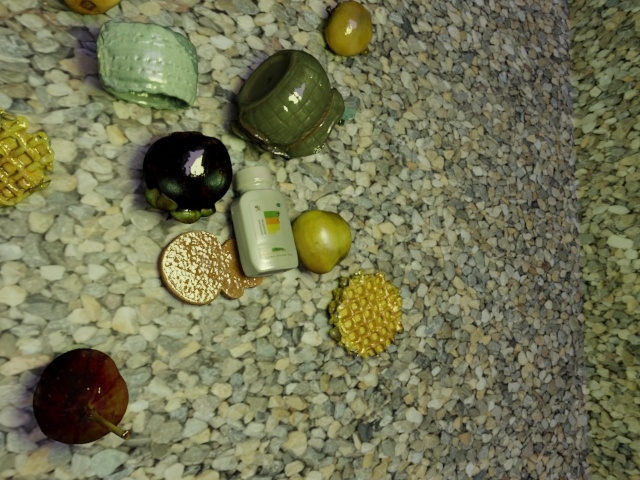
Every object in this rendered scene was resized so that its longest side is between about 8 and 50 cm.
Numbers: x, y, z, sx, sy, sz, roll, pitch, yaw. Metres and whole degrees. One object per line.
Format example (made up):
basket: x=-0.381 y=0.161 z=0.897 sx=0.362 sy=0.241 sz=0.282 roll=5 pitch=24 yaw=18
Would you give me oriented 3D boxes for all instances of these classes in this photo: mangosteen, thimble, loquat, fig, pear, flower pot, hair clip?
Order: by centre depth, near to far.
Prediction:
fig: x=-0.509 y=0.339 z=0.973 sx=0.186 sy=0.249 sz=0.204 roll=-10 pitch=89 yaw=-23
thimble: x=-0.423 y=-0.420 z=1.130 sx=0.250 sy=0.204 sz=0.172 roll=4 pitch=89 yaw=-49
mangosteen: x=-0.336 y=-0.159 z=1.165 sx=0.242 sy=0.243 sz=0.243 roll=4 pitch=83 yaw=-33
flower pot: x=-0.100 y=-0.375 z=1.300 sx=0.213 sy=0.301 sz=0.302 roll=39 pitch=65 yaw=-38
pear: x=0.000 y=0.000 z=1.372 sx=0.199 sy=0.200 sz=0.200 roll=4 pitch=83 yaw=-33
hair clip: x=-0.024 y=-0.435 z=1.482 sx=0.275 sy=0.083 sz=0.048 roll=13 pitch=83 yaw=-24
loquat: x=0.098 y=-0.696 z=1.530 sx=0.204 sy=0.149 sz=0.172 roll=41 pitch=61 yaw=-35

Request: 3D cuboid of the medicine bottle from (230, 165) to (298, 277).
medicine bottle: x=-0.163 y=-0.052 z=1.291 sx=0.161 sy=0.111 sz=0.297 roll=-3 pitch=75 yaw=-42

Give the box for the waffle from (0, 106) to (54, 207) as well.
waffle: x=-0.706 y=-0.159 z=0.943 sx=0.280 sy=0.060 sz=0.262 roll=12 pitch=115 yaw=-24

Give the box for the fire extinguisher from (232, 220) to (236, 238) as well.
fire extinguisher: x=-0.235 y=-0.033 z=1.322 sx=0.038 sy=0.025 sz=0.083 roll=-10 pitch=90 yaw=4

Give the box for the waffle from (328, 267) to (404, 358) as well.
waffle: x=0.150 y=0.238 z=1.521 sx=0.329 sy=0.062 sz=0.330 roll=3 pitch=85 yaw=-32

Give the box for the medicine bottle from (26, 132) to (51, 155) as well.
medicine bottle: x=-0.707 y=-0.211 z=0.998 sx=0.203 sy=0.083 sz=0.084 roll=13 pitch=78 yaw=-30

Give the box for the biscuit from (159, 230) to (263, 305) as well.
biscuit: x=-0.292 y=0.073 z=1.261 sx=0.288 sy=0.044 sz=0.202 roll=0 pitch=80 yaw=-35

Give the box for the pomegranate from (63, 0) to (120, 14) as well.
pomegranate: x=-0.547 y=-0.646 z=1.090 sx=0.196 sy=0.196 sz=0.196 roll=4 pitch=83 yaw=-33
